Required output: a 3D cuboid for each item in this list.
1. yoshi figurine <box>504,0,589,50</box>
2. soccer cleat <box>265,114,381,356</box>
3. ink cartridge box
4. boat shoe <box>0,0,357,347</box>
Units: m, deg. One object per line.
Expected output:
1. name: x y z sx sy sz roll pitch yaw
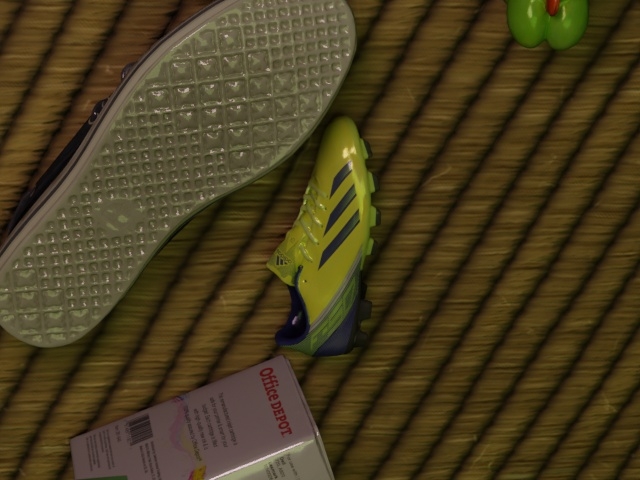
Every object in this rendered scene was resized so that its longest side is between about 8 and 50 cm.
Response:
1. yoshi figurine: 0.242 -0.383 1.695 0.203 0.203 0.362 -4 103 -54
2. soccer cleat: 0.000 0.001 1.822 0.121 0.093 0.289 0 113 -7
3. ink cartridge box: -0.132 0.267 1.846 0.278 0.201 0.117 -22 116 -3
4. boat shoe: -0.166 -0.097 1.707 0.187 0.156 0.500 40 104 -21
